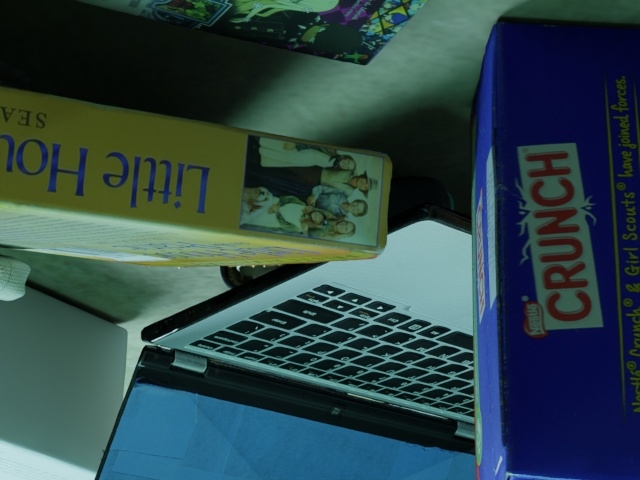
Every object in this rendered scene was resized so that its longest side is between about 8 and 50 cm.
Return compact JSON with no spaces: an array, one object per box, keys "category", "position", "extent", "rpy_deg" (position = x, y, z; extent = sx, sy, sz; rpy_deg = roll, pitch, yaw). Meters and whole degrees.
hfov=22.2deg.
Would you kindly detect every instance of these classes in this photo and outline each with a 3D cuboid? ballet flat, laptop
[{"category":"ballet flat","position":[0.000,0.000,1.095],"extent":[0.074,0.074,0.203],"rpy_deg":[18,154,-33]},{"category":"laptop","position":[0.060,0.189,1.141],"extent":[0.408,0.236,0.382],"rpy_deg":[-25,150,39]}]

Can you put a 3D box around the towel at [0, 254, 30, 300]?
[{"category":"towel","position":[-0.390,0.014,1.011],"extent":[0.312,0.056,0.324],"rpy_deg":[2,175,41]}]

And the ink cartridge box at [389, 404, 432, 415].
[{"category":"ink cartridge box","position":[0.229,0.101,1.323],"extent":[0.275,0.060,0.239],"rpy_deg":[12,156,-22]}]

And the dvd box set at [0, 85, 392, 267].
[{"category":"dvd box set","position":[-0.217,-0.039,0.868],"extent":[0.420,0.062,0.307],"rpy_deg":[8,175,-29]}]

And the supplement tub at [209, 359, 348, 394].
[{"category":"supplement tub","position":[-0.050,0.170,1.327],"extent":[0.144,0.200,0.144],"rpy_deg":[2,157,1]}]

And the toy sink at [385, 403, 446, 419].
[{"category":"toy sink","position":[0.152,0.235,1.546],"extent":[0.234,0.131,0.153],"rpy_deg":[-4,155,16]}]

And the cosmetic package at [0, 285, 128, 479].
[{"category":"cosmetic package","position":[-0.313,0.118,1.305],"extent":[0.224,0.138,0.224],"rpy_deg":[-13,152,34]}]

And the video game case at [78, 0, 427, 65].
[{"category":"video game case","position":[-0.026,-0.165,0.741],"extent":[0.210,0.042,0.232],"rpy_deg":[11,155,-20]}]

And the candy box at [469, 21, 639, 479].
[{"category":"candy box","position":[0.242,0.026,0.879],"extent":[0.317,0.268,0.122],"rpy_deg":[4,153,-3]}]
